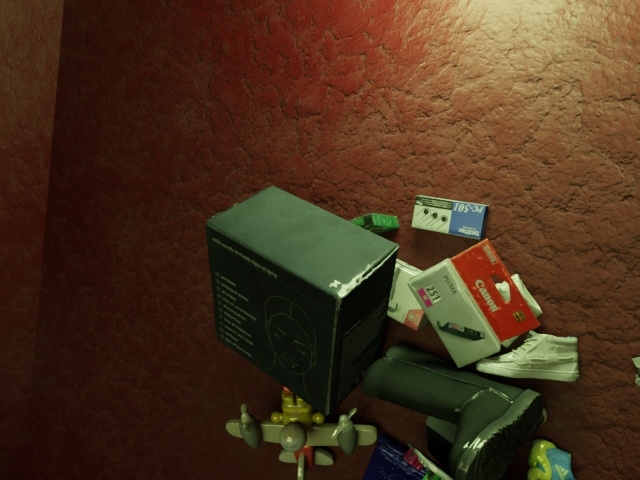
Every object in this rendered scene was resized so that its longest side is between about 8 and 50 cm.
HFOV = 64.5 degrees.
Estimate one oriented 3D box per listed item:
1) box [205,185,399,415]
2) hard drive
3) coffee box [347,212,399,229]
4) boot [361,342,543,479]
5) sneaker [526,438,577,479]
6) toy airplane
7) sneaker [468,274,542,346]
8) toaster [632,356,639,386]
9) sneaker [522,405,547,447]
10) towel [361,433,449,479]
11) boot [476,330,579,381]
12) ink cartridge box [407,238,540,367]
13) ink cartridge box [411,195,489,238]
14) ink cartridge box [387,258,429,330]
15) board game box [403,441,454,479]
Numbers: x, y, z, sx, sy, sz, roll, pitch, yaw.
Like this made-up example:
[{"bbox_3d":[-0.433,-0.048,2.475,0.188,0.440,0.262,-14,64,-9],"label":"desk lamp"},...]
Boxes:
[{"bbox_3d":[-0.066,0.166,1.513,0.480,0.297,0.472,27,134,28],"label":"box"},{"bbox_3d":[0.400,0.607,1.420,0.254,0.054,0.172,28,137,46],"label":"hard drive"},{"bbox_3d":[0.152,-0.046,1.538,0.113,0.184,0.040,-17,80,32],"label":"coffee box"},{"bbox_3d":[0.284,0.430,1.322,0.445,0.367,0.146,15,112,43],"label":"boot"},{"bbox_3d":[0.602,0.657,1.336,0.126,0.091,0.240,11,79,21],"label":"sneaker"},{"bbox_3d":[-0.071,0.617,1.647,0.384,0.272,0.386,44,101,3],"label":"toy airplane"},{"bbox_3d":[0.469,0.135,1.413,0.292,0.108,0.169,43,111,11],"label":"sneaker"},{"bbox_3d":[0.854,0.348,1.185,0.185,0.110,0.168,-21,82,29],"label":"toaster"},{"bbox_3d":[0.486,0.543,1.381,0.106,0.162,0.281,44,112,21],"label":"sneaker"},{"bbox_3d":[0.276,0.772,1.567,0.308,0.076,0.228,24,104,27],"label":"towel"},{"bbox_3d":[0.552,0.301,1.357,0.258,0.095,0.123,2,86,8],"label":"boot"},{"bbox_3d":[0.406,0.172,1.357,0.239,0.060,0.275,-32,87,27],"label":"ink cartridge box"},{"bbox_3d":[0.377,-0.070,1.484,0.207,0.046,0.097,13,100,29],"label":"ink cartridge box"},{"bbox_3d":[0.242,0.153,1.548,0.218,0.092,0.159,27,105,29],"label":"ink cartridge box"},{"bbox_3d":[0.396,0.680,1.284,0.390,0.390,0.050,36,80,10],"label":"board game box"}]
